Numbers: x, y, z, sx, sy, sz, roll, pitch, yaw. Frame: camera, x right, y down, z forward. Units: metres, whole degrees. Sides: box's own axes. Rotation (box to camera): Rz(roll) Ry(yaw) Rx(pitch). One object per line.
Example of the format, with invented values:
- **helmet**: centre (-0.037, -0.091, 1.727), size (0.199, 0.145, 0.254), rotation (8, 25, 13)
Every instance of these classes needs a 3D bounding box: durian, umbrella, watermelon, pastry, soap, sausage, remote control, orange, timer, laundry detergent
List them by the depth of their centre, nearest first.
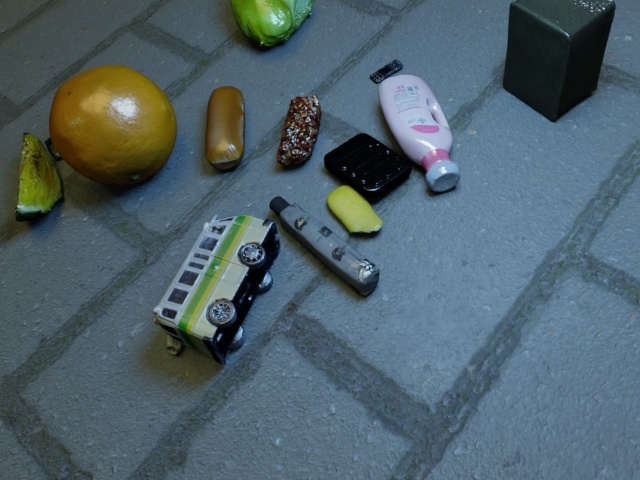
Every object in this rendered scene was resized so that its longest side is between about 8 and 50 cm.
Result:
- **umbrella**: centre (0.000, 0.000, 1.243), size (0.067, 0.073, 0.337), rotation (-31, 55, -31)
- **soap**: centre (0.079, -0.068, 1.291), size (0.089, 0.033, 0.168), rotation (-29, 57, -4)
- **timer**: centre (0.114, -0.182, 1.342), size (0.144, 0.055, 0.187), rotation (-34, 53, -20)
- **laundry detergent**: centre (0.251, -0.268, 1.342), size (0.159, 0.088, 0.335), rotation (-7, 57, -16)
- **orange**: centre (-0.524, -0.290, 1.398), size (0.312, 0.312, 0.312), rotation (-5, 58, 9)
- **pastry**: centre (-0.053, -0.284, 1.412), size (0.097, 0.115, 0.208), rotation (10, 59, 4)
- **watermelon**: centre (-0.779, -0.152, 1.467), size (0.123, 0.129, 0.301), rotation (-18, 52, -2)
- **sausage**: centre (-0.256, -0.310, 1.472), size (0.105, 0.105, 0.274), rotation (-9, 57, 7)
- **remote control**: centre (0.186, -0.474, 1.529), size (0.096, 0.014, 0.039), rotation (-33, 58, -8)
- **durian**: centre (-0.158, -0.743, 1.660), size (0.255, 0.204, 0.340), rotation (21, 62, 9)

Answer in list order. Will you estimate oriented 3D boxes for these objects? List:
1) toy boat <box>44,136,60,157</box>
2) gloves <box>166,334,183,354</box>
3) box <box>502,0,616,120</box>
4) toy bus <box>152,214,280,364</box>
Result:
- **toy boat**: centre (-0.680, -0.305, 1.582), size (0.229, 0.080, 0.046), rotation (-22, 22, -2)
- **gloves**: centre (-0.320, 0.219, 1.195), size (0.044, 0.037, 0.081), rotation (35, 48, -13)
- **box**: centre (0.550, -0.450, 1.285), size (0.143, 0.273, 0.184), rotation (-36, 57, -7)
- **toy bus**: centre (-0.216, 0.087, 1.182), size (0.179, 0.143, 0.305), rotation (18, 62, 14)
